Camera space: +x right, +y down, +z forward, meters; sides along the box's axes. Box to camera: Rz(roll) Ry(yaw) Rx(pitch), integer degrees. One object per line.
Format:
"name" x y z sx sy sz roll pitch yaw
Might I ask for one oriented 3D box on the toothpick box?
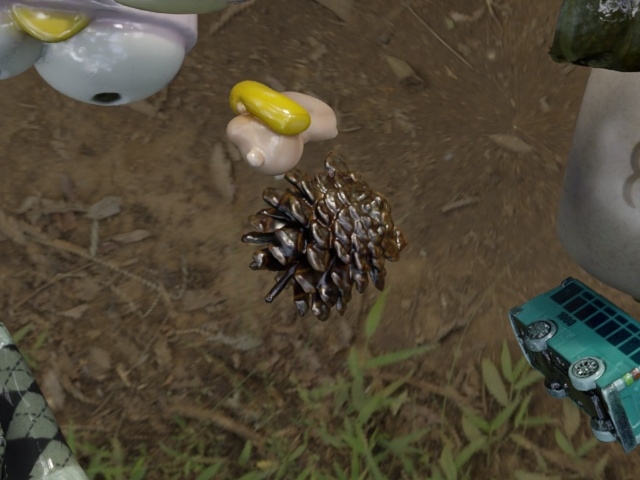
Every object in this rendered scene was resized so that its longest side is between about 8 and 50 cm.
"toothpick box" 0.564 -0.090 1.507 0.425 0.409 0.408 14 98 16

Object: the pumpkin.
"pumpkin" 0.348 -0.258 1.016 0.148 0.169 0.312 42 120 24

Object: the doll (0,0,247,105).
"doll" -0.100 -0.129 0.519 0.160 0.365 0.094 -3 87 -29

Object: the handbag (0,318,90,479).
"handbag" -0.318 0.209 0.755 0.317 0.180 0.416 -27 65 -21

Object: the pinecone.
"pinecone" -0.002 0.002 1.504 0.202 0.229 0.201 49 117 29

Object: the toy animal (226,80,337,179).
"toy animal" -0.044 -0.097 0.994 0.091 0.114 0.082 24 106 23

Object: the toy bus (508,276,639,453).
"toy bus" 0.385 0.162 1.533 0.147 0.256 0.128 -30 119 -7
